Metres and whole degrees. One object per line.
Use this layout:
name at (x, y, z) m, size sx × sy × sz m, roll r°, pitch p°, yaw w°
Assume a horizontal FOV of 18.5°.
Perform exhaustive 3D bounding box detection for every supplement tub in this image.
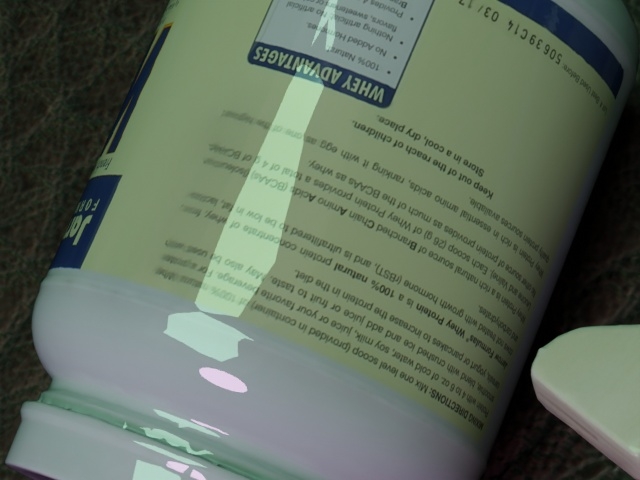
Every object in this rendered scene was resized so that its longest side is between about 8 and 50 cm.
supplement tub at (0.000, 0.000, 0.974) m, size 0.235 × 0.235 × 0.325 m, roll 15°, pitch 76°, yaw 31°

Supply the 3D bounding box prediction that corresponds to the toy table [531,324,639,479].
toy table at (0.230, 0.079, 0.839) m, size 0.161 × 0.252 × 0.274 m, roll -41°, pitch 44°, yaw -14°
